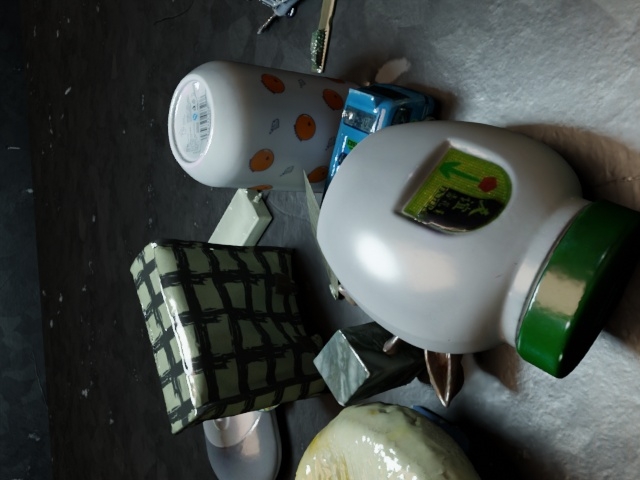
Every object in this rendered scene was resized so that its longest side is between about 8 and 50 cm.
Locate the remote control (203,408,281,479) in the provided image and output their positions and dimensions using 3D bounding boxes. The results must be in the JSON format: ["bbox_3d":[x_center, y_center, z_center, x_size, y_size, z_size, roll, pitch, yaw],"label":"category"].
[{"bbox_3d":[-0.183,0.394,1.344,0.221,0.103,0.332,-22,76,40],"label":"remote control"}]

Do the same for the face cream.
[{"bbox_3d":[0.190,-0.004,0.774,0.357,0.219,0.312,29,72,32],"label":"face cream"}]

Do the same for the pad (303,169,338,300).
[{"bbox_3d":[0.001,0.000,1.064,0.265,0.009,0.159,85,166,-68],"label":"pad"}]

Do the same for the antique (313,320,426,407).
[{"bbox_3d":[0.094,0.184,0.956,0.088,0.183,0.086,54,128,28],"label":"antique"}]

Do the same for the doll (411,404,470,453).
[{"bbox_3d":[0.189,0.302,0.973,0.125,0.027,0.037,24,109,49],"label":"doll"}]

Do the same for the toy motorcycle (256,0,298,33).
[{"bbox_3d":[-0.058,-0.522,1.140,0.401,0.134,0.207,-21,63,50],"label":"toy motorcycle"}]

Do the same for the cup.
[{"bbox_3d":[-0.083,-0.189,1.042,0.212,0.317,0.212,3,94,48],"label":"cup"}]

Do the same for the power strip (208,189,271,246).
[{"bbox_3d":[-0.215,0.018,1.412,0.367,0.043,0.106,-54,54,36],"label":"power strip"}]

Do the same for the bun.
[{"bbox_3d":[0.129,0.418,0.899,0.365,0.219,0.365,3,94,47],"label":"bun"}]

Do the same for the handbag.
[{"bbox_3d":[-0.157,0.161,1.137,0.162,0.327,0.325,-41,61,43],"label":"handbag"}]

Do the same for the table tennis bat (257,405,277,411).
[{"bbox_3d":[-0.106,0.283,1.268,0.100,0.019,0.155,28,86,11],"label":"table tennis bat"}]

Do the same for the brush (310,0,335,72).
[{"bbox_3d":[0.003,-0.418,1.153,0.034,0.027,0.190,25,110,44],"label":"brush"}]

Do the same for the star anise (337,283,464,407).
[{"bbox_3d":[0.158,0.093,0.919,0.198,0.110,0.257,-45,61,-10],"label":"star anise"}]

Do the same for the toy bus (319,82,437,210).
[{"bbox_3d":[0.088,-0.129,0.987,0.113,0.134,0.246,33,117,43],"label":"toy bus"}]
